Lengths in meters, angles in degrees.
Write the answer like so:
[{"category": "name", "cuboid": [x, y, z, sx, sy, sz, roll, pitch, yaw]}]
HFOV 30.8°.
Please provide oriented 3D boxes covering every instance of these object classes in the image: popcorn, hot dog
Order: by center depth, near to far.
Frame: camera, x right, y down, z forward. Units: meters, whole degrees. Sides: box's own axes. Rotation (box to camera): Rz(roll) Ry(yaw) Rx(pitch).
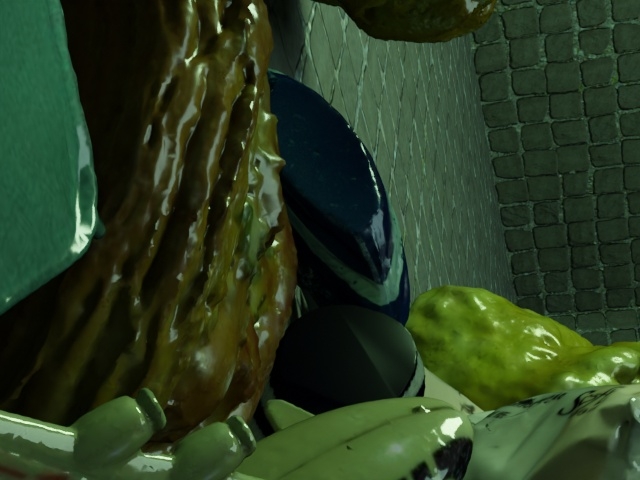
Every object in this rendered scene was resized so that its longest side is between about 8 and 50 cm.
[{"category": "hot dog", "cuboid": [-0.072, -0.018, 0.473, 0.196, 0.122, 0.272, 79, 8, -63]}, {"category": "popcorn", "cuboid": [0.194, 0.222, 1.094, 0.293, 0.292, 0.334, -103, -164, -59]}]

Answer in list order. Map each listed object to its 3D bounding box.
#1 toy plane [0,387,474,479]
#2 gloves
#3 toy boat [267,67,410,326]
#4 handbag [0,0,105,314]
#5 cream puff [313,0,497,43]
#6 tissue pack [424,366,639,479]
[{"category": "toy plane", "cuboid": [-0.055, 0.113, 0.354, 0.244, 0.092, 0.229, -33, 126, -27]}, {"category": "gloves", "cuboid": [-0.005, 0.142, 0.729, 0.218, 0.131, 0.140, 114, -15, -45]}, {"category": "toy boat", "cuboid": [0.010, 0.014, 0.813, 0.210, 0.070, 0.291, -122, -166, -48]}, {"category": "handbag", "cuboid": [-0.152, -0.086, 0.229, 0.274, 0.100, 0.268, -61, 147, -67]}, {"category": "cream puff", "cuboid": [0.050, -0.274, 0.949, 0.244, 0.196, 0.244, -8, 90, -78]}, {"category": "tissue pack", "cuboid": [0.117, 0.274, 0.783, 0.375, 0.195, 0.390, 163, -64, -65]}]
